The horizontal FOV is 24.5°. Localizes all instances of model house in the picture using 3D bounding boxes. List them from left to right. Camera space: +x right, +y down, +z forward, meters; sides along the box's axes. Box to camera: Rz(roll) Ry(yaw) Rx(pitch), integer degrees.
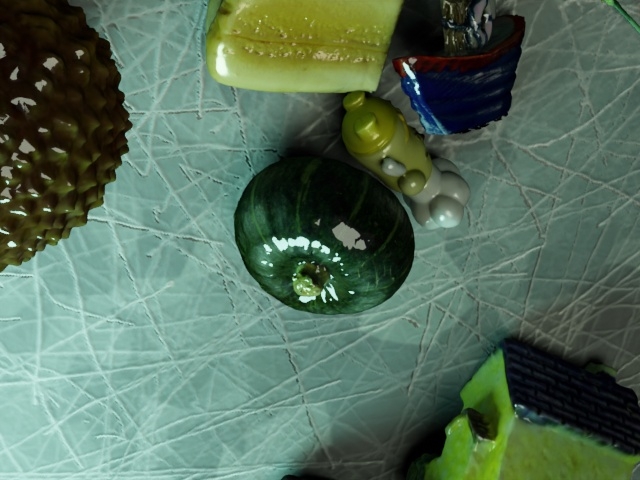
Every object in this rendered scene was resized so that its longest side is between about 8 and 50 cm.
[{"bbox_3d":[0.217,0.211,1.552,0.193,0.170,0.211,24,80,-21],"label":"model house"}]

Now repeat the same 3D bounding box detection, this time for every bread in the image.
[{"bbox_3d":[-0.015,-0.193,1.261,0.173,0.085,0.134,5,124,-22],"label":"bread"}]

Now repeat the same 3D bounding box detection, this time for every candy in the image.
[{"bbox_3d":[0.272,-0.223,1.379,0.035,0.035,0.123,-43,131,19],"label":"candy"}]

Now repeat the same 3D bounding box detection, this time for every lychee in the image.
[{"bbox_3d":[-0.280,-0.088,1.143,0.267,0.267,0.268,-8,120,-14],"label":"lychee"}]

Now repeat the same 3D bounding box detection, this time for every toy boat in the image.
[{"bbox_3d":[0.124,-0.240,1.271,0.219,0.072,0.318,17,75,-60],"label":"toy boat"}]

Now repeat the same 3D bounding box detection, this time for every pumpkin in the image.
[{"bbox_3d":[0.001,-0.002,1.333,0.167,0.167,0.125,41,70,-31],"label":"pumpkin"}]

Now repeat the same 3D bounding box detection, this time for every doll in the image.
[{"bbox_3d":[0.078,-0.072,1.350,0.062,0.106,0.162,-36,130,14],"label":"doll"}]

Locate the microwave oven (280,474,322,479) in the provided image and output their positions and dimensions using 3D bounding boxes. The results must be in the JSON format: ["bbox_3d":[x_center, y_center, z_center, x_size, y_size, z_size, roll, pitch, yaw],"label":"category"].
[{"bbox_3d":[0.004,0.389,1.531,0.178,0.188,0.247,21,105,-32],"label":"microwave oven"}]
